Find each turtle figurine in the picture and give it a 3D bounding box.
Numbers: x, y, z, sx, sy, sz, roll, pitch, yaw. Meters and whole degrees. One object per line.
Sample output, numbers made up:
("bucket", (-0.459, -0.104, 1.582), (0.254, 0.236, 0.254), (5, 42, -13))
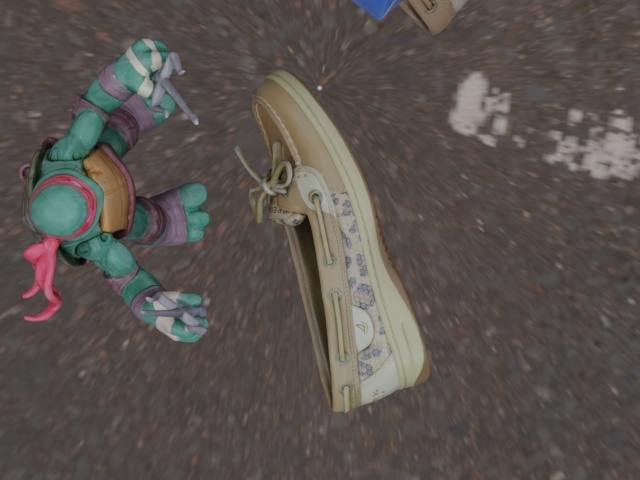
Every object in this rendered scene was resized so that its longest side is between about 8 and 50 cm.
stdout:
("turtle figurine", (-0.120, -0.032, 1.074), (0.118, 0.234, 0.175), (-1, 100, 3))

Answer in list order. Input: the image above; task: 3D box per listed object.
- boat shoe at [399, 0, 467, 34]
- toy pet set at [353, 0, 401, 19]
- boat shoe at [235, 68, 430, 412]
("boat shoe", (0.015, -0.306, 1.599), (0.341, 0.121, 0.110), (35, 95, -27))
("toy pet set", (0.047, -0.237, 1.476), (0.122, 0.114, 0.065), (-1, 65, -11))
("boat shoe", (0.000, 0.000, 1.481), (0.089, 0.104, 0.285), (-23, 92, -11))
